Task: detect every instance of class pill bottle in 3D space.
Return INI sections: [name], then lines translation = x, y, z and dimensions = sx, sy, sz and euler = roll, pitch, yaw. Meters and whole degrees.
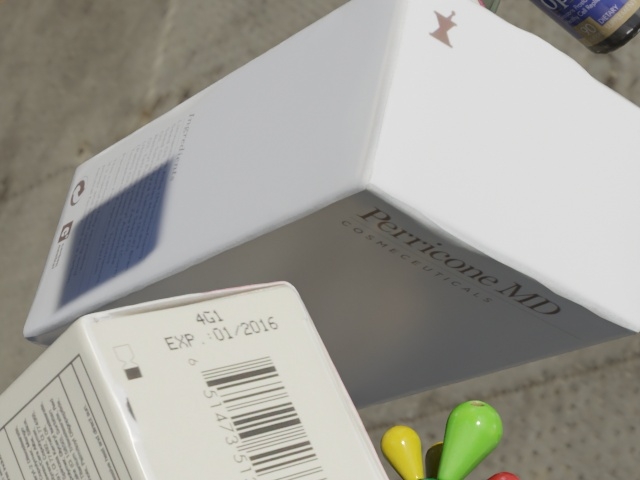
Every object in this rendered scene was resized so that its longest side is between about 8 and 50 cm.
[pill bottle]
translation = 0.199, -0.272, 1.421
dimensions = 0.123, 0.219, 0.123
euler = -50, 12, 15

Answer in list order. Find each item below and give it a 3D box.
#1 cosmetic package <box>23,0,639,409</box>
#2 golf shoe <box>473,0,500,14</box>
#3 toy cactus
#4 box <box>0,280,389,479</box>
[cosmetic package]
translation = 0.000, 0.000, 1.167
dimensions = 0.453, 0.230, 0.161
euler = -24, 46, 52
[golf shoe]
translation = 0.074, -0.228, 1.076
dimensions = 0.105, 0.120, 0.273
euler = 34, 113, 36
[toy cactus]
translation = 0.025, 0.184, 0.820
dimensions = 0.219, 0.112, 0.180
euler = -40, 15, 6
[box]
translation = -0.089, 0.142, 0.766
dimensions = 0.232, 0.127, 0.149
euler = -41, 68, 42
